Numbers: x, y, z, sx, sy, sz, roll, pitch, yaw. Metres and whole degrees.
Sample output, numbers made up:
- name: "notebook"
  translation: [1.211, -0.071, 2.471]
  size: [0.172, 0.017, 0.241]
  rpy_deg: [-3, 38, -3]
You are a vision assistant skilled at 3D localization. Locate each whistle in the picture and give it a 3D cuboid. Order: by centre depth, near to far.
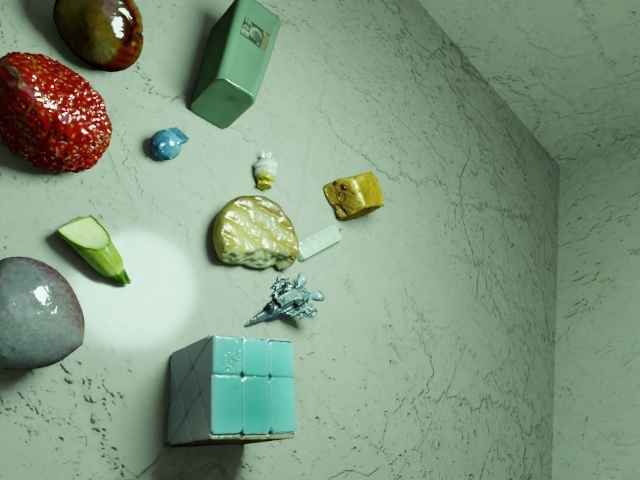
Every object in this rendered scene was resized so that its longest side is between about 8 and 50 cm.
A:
- name: "whistle"
  translation: [-0.421, -0.265, 1.469]
  size: [0.090, 0.090, 0.158]
  rpy_deg: [51, 7, -11]

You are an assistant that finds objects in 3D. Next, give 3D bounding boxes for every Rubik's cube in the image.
- name: "Rubik's cube"
  translation: [-0.211, 0.356, 1.248]
  size: [0.224, 0.221, 0.231]
  rpy_deg: [14, 61, -37]

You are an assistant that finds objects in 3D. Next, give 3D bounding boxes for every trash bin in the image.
- name: "trash bin"
  translation: [-0.260, -0.540, 1.635]
  size: [0.158, 0.222, 0.344]
  rpy_deg: [26, 56, -31]

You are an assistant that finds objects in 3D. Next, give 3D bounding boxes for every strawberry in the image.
- name: "strawberry"
  translation: [-0.600, -0.294, 1.199]
  size: [0.260, 0.257, 0.261]
  rpy_deg: [19, 53, -27]

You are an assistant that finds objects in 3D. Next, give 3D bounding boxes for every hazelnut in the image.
- name: "hazelnut"
  translation: [-0.566, -0.559, 1.396]
  size: [0.229, 0.229, 0.230]
  rpy_deg: [19, 58, -35]

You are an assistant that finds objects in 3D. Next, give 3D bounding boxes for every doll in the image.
- name: "doll"
  translation: [-0.167, -0.220, 1.680]
  size: [0.084, 0.073, 0.127]
  rpy_deg: [51, 38, -60]

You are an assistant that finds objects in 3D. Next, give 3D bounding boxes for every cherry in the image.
- name: "cherry"
  translation: [-0.588, 0.143, 1.037]
  size: [0.266, 0.183, 0.213]
  rpy_deg: [38, 57, -19]

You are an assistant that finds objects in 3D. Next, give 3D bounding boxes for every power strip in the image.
- name: "power strip"
  translation: [0.000, 0.000, 1.746]
  size: [0.252, 0.027, 0.060]
  rpy_deg: [-28, 90, -45]

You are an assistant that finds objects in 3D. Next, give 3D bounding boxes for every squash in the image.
- name: "squash"
  translation: [-0.510, 0.027, 1.241]
  size: [0.200, 0.075, 0.090]
  rpy_deg: [50, 20, -14]

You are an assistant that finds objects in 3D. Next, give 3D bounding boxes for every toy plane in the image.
- name: "toy plane"
  translation: [-0.111, 0.179, 1.526]
  size: [0.246, 0.078, 0.169]
  rpy_deg: [-20, 58, -42]

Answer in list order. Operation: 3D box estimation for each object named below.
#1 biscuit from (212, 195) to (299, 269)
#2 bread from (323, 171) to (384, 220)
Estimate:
- name: "biscuit"
  translation: [-0.187, -0.023, 1.545]
  size: [0.274, 0.091, 0.213]
  rpy_deg: [14, 64, -35]
- name: "bread"
  translation: [0.120, -0.156, 1.853]
  size: [0.158, 0.149, 0.143]
  rpy_deg: [-16, 83, -51]
